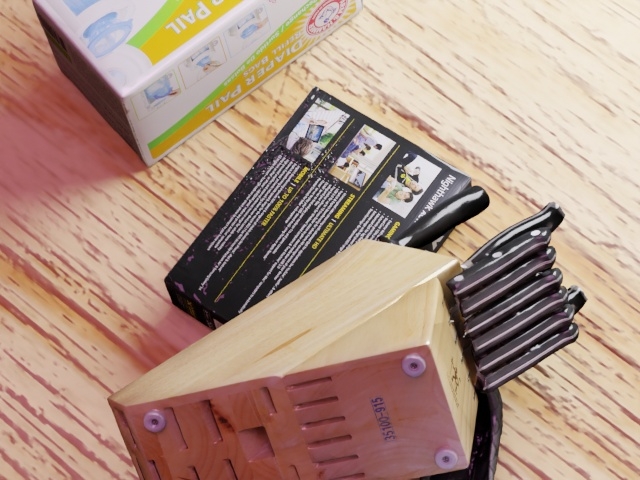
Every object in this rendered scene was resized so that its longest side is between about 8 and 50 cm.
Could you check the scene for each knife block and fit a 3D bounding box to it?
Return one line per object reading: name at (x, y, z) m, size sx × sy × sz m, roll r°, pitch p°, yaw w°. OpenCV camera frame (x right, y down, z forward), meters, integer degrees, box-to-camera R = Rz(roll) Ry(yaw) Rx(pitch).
knife block at (0.027, 0.059, 1.241) m, size 0.275 × 0.088 × 0.242 m, roll -13°, pitch 22°, yaw 13°

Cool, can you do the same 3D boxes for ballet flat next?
ballet flat at (0.084, 0.160, 1.245) m, size 0.057 × 0.049 × 0.173 m, roll 2°, pitch 65°, yaw 8°

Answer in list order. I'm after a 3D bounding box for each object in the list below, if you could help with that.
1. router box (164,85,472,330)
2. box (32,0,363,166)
router box at (0.000, 0.000, 1.332) m, size 0.133 × 0.046 × 0.179 m, roll 32°, pitch 72°, yaw 18°
box at (-0.082, -0.168, 1.388) m, size 0.203 × 0.103 × 0.114 m, roll -38°, pitch 67°, yaw -12°
